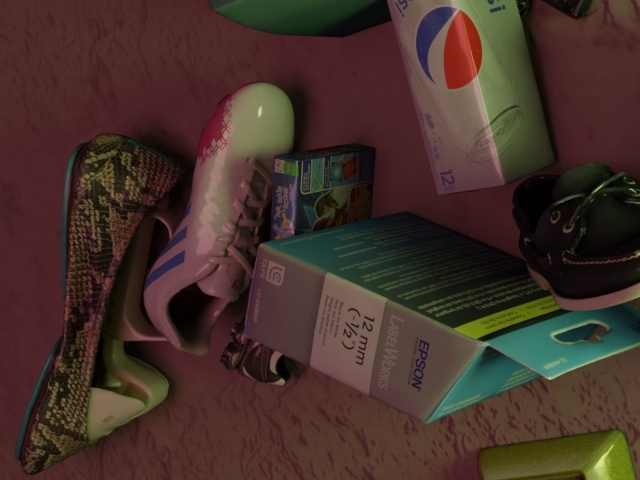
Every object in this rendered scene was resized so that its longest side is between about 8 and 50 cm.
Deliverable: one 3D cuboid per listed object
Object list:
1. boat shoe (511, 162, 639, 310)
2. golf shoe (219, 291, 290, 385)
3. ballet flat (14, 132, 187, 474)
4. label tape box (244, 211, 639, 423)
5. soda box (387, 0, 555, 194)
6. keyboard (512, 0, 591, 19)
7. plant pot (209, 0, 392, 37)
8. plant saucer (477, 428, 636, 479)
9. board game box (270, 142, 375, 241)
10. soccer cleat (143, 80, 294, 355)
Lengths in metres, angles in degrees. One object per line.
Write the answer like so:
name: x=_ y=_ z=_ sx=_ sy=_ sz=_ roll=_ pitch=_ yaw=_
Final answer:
boat shoe: x=0.248 y=-0.016 z=1.456 sx=0.127 sy=0.340 sz=0.113 roll=-24 pitch=96 yaw=-1
golf shoe: x=-0.040 y=0.080 z=1.861 sx=0.094 sy=0.077 sz=0.198 roll=28 pitch=116 yaw=9
ballet flat: x=-0.260 y=0.107 z=1.999 sx=0.182 sy=0.164 sz=0.483 roll=18 pitch=110 yaw=9
label tape box: x=0.136 y=0.088 z=1.589 sx=0.348 sy=0.249 sz=0.115 roll=25 pitch=114 yaw=34
soda box: x=0.143 y=-0.195 z=1.603 sx=0.091 sy=0.098 sz=0.286 roll=-8 pitch=100 yaw=45
keyboard: x=0.202 y=-0.284 z=1.612 sx=0.180 sy=0.023 sz=0.108 roll=37 pitch=114 yaw=30
plant pot: x=-0.011 y=-0.301 z=1.644 sx=0.165 sy=0.234 sz=0.165 roll=-14 pitch=90 yaw=40
plant saucer: x=0.249 y=0.303 z=1.671 sx=0.188 sy=0.045 sz=0.188 roll=-15 pitch=88 yaw=40
board game box: x=0.000 y=0.000 z=1.758 sx=0.035 sy=0.136 sz=0.201 roll=15 pitch=107 yaw=37
soccer cleat: x=-0.101 y=-0.016 z=1.826 sx=0.331 sy=0.116 sz=0.143 roll=-65 pitch=33 yaw=24
